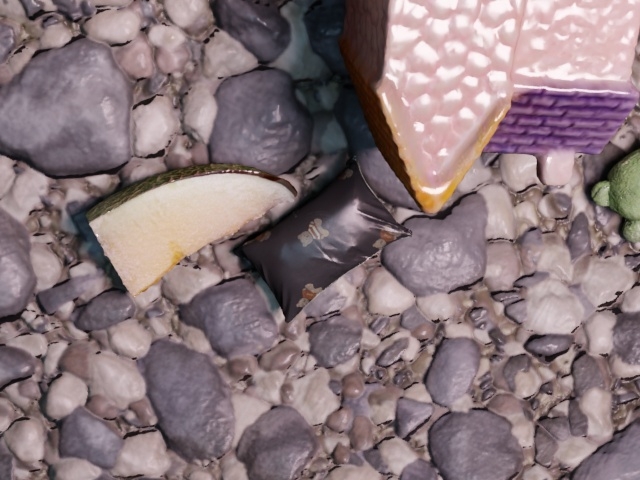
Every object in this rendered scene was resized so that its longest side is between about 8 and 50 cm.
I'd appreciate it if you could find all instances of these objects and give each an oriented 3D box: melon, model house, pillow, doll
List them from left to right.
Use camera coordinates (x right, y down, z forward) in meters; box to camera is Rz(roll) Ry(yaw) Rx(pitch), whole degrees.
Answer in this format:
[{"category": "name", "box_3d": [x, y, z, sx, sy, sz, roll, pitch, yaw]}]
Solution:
[{"category": "melon", "box_3d": [-0.118, -0.029, 1.020, 0.182, 0.054, 0.098, -31, 116, 0]}, {"category": "pillow", "box_3d": [0.000, 0.000, 1.053, 0.150, 0.048, 0.090, -36, 112, 3]}, {"category": "model house", "box_3d": [0.133, -0.165, 0.959, 0.237, 0.202, 0.237, -1, 112, -16]}, {"category": "doll", "box_3d": [0.349, -0.036, 1.105, 0.150, 0.077, 0.115, 31, 109, -29]}]
